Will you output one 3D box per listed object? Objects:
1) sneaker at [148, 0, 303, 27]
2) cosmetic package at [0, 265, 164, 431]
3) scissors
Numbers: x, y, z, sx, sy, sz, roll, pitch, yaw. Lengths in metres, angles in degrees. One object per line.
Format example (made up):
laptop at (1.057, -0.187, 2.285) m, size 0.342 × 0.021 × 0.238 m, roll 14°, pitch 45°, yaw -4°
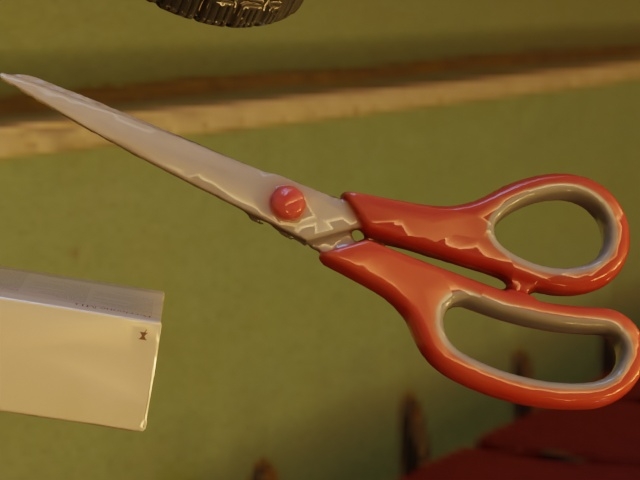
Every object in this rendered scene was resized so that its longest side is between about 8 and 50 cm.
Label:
sneaker at (-0.133, -0.200, 1.044) m, size 0.286 × 0.130 × 0.109 m, roll 26°, pitch 89°, yaw -18°
cosmetic package at (-0.199, 0.042, 0.969) m, size 0.099 × 0.239 × 0.060 m, roll -122°, pitch -139°, yaw -84°
scissors at (0.000, 0.000, 0.844) m, size 0.021 × 0.297 × 0.109 m, roll 123°, pitch -23°, yaw -70°
